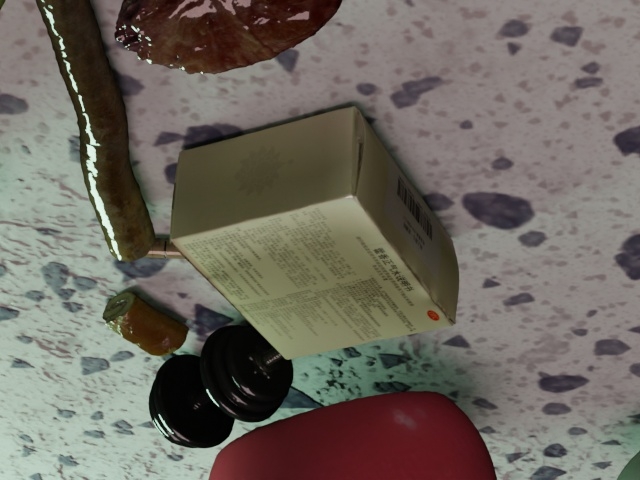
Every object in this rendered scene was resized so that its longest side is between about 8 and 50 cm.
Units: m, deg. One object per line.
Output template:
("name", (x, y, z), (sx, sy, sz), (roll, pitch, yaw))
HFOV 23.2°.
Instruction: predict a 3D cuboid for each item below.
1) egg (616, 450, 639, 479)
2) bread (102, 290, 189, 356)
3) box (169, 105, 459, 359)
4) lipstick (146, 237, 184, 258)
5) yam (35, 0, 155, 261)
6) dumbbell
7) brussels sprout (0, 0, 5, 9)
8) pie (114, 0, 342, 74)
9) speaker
("egg", (0.419, 0.260, 1.564), (0.264, 0.182, 0.183), (-13, 144, 33))
("bread", (-0.166, 0.081, 1.474), (0.047, 0.036, 0.083), (-23, 140, 29))
("box", (0.000, 0.000, 1.287), (0.168, 0.095, 0.212), (-11, 144, 23))
("lipstick", (-0.136, 0.007, 1.376), (0.094, 0.019, 0.019), (2, 146, 0))
("yam", (-0.174, -0.093, 1.210), (0.045, 0.045, 0.326), (31, 153, 24))
("dumbbell", (-0.097, 0.141, 1.501), (0.099, 0.099, 0.208), (26, 140, -30))
("brussels sprout", (-0.337, -0.182, 0.911), (0.317, 0.242, 0.273), (13, 139, -8))
("pie", (-0.083, -0.197, 1.037), (0.204, 0.054, 0.218), (-8, 142, 13))
("speaker", (0.033, 0.267, 1.550), (0.294, 0.294, 0.294), (2, 146, 1))
